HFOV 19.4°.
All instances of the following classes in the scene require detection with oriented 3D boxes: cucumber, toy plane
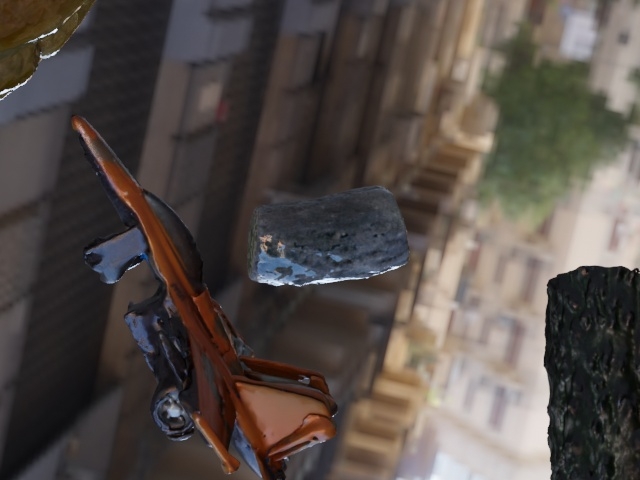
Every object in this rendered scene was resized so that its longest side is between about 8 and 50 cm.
[{"bbox_3d":[0.193,0.199,1.250,0.096,0.359,0.096,3,160,1],"label":"cucumber"},{"bbox_3d":[-0.062,0.033,0.789,0.188,0.062,0.135,50,-169,-16],"label":"toy plane"},{"bbox_3d":[0.002,-0.001,1.286,0.112,0.064,0.064,-10,-164,-13],"label":"cucumber"}]

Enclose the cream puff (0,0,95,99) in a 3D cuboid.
[{"bbox_3d":[-0.178,-0.135,0.752,0.189,0.189,0.129,5,174,-34],"label":"cream puff"}]
